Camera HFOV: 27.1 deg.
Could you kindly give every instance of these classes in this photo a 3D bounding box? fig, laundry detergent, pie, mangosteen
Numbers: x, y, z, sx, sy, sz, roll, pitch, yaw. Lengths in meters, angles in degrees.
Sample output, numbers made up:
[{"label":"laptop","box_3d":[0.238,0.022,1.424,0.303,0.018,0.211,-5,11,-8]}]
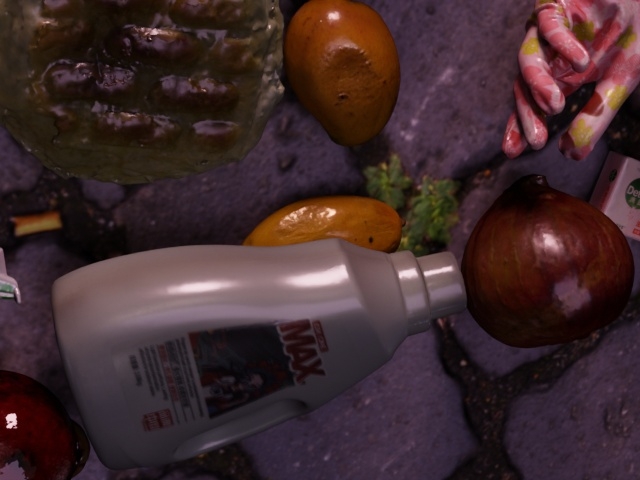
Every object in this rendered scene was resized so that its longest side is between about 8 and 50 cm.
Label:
[{"label":"fig","box_3d":[0.247,0.023,1.467,0.205,0.205,0.205,-10,118,-20]},{"label":"laundry detergent","box_3d":[-0.051,0.099,1.342,0.397,0.125,0.264,-14,132,-6]},{"label":"pie","box_3d":[-0.167,-0.170,1.219,0.306,0.071,0.306,-11,126,-16]},{"label":"mangosteen","box_3d":[-0.317,0.219,1.306,0.199,0.200,0.200,-10,118,-20]}]

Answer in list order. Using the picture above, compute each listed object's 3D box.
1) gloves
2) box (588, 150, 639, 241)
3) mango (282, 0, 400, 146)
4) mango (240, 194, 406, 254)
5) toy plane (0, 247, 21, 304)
[{"label":"gloves","box_3d":[0.264,-0.187,1.403,0.241,0.126,0.145,-43,148,-4]},{"label":"box","box_3d":[0.381,-0.043,1.552,0.125,0.043,0.089,17,98,-21]},{"label":"mango","box_3d":[0.028,-0.170,1.317,0.115,0.089,0.165,-42,127,0]},{"label":"mango","box_3d":[0.000,0.000,1.397,0.190,0.075,0.098,-11,116,-13]},{"label":"toy plane","box_3d":[-0.369,0.059,1.239,0.174,0.080,0.174,-3,101,-16]}]
